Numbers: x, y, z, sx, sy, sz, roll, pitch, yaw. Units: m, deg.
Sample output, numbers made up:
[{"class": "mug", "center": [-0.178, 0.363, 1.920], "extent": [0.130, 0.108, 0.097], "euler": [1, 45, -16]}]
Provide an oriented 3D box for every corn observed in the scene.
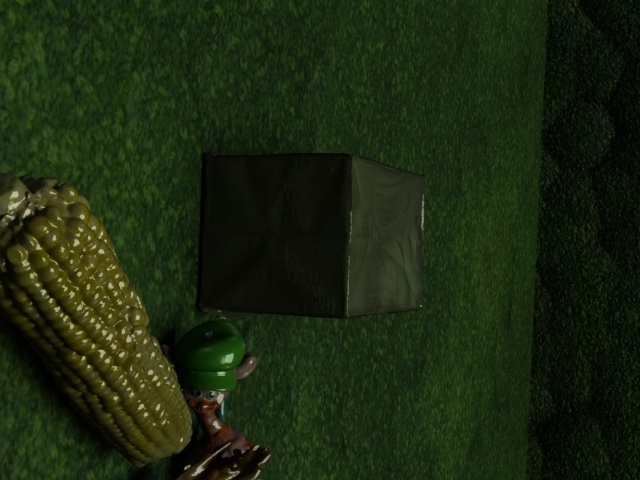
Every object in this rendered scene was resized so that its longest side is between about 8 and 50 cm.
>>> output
[{"class": "corn", "center": [-0.157, 0.065, 0.719], "extent": [0.288, 0.086, 0.087], "euler": [71, 30, -45]}]

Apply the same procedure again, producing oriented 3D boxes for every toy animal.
[{"class": "toy animal", "center": [-0.084, 0.167, 0.917], "extent": [0.103, 0.100, 0.208], "euler": [-93, 166, -66]}]

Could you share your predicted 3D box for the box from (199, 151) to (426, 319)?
[{"class": "box", "center": [0.000, 0.000, 1.016], "extent": [0.231, 0.148, 0.156], "euler": [7, 85, -68]}]

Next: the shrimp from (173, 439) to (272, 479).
[{"class": "shrimp", "center": [-0.104, 0.261, 0.812], "extent": [0.133, 0.053, 0.236], "euler": [44, 58, -7]}]
